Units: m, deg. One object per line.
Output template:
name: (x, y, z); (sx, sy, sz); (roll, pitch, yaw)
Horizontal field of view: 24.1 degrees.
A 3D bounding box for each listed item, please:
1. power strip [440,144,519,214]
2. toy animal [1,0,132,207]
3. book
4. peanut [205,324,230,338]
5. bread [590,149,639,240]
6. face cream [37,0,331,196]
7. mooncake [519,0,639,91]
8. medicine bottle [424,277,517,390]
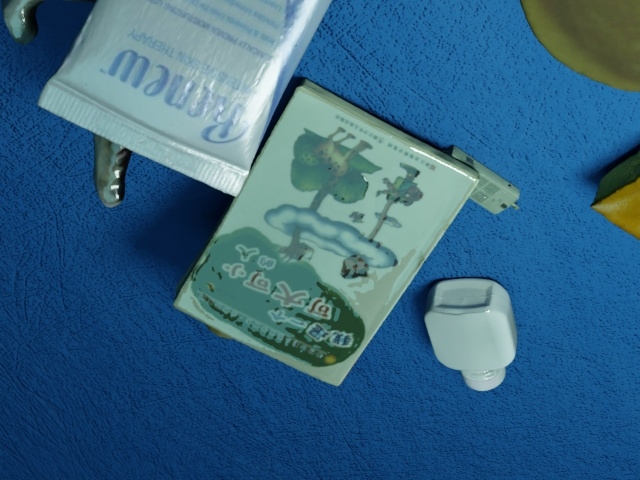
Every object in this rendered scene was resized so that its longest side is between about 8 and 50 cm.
power strip: (0.203, -0.073, 1.918); (0.136, 0.019, 0.051); (32, 134, -23)
toy animal: (-0.165, -0.231, 1.677); (0.303, 0.194, 0.344); (-20, 121, 10)
book: (0.000, 0.000, 1.931); (0.260, 0.043, 0.371); (27, 118, -9)
peanut: (-0.090, 0.073, 2.094); (0.120, 0.110, 0.236); (4, 151, -34)
bread: (0.517, -0.006, 1.873); (0.361, 0.077, 0.138); (30, 138, -21)
face cream: (-0.097, -0.274, 1.541); (0.235, 0.137, 0.420); (24, 104, -17)
mooncake: (0.342, -0.294, 1.517); (0.284, 0.155, 0.284); (7, 142, 5)
medicine bottle: (0.217, 0.134, 2.120); (0.119, 0.069, 0.183); (-3, 137, 16)
